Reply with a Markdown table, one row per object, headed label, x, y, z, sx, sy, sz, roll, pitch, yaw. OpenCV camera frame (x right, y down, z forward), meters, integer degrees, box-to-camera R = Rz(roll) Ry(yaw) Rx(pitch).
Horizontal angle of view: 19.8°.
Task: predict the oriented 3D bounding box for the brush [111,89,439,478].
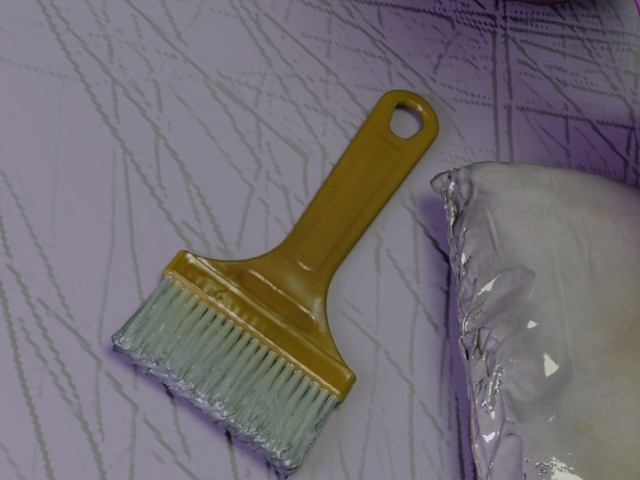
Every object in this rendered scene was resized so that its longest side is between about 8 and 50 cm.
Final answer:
| label | x | y | z | sx | sy | sz | roll | pitch | yaw |
| --- | --- | --- | --- | --- | --- | --- | --- | --- | --- |
| brush | 0.000 | 0.000 | 0.725 | 0.083 | 0.011 | 0.205 | 35 | 47 | -1 |

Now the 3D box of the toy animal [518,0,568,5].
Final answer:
| label | x | y | z | sx | sy | sz | roll | pitch | yaw |
| --- | --- | --- | --- | --- | --- | --- | --- | --- | --- |
| toy animal | 0.118 | -0.200 | 0.771 | 0.195 | 0.281 | 0.169 | 43 | 69 | 1 |

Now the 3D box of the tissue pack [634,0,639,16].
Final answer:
| label | x | y | z | sx | sy | sz | roll | pitch | yaw |
| --- | --- | --- | --- | --- | --- | --- | --- | --- | --- |
| tissue pack | 0.210 | -0.005 | 0.738 | 0.092 | 0.148 | 0.246 | -21 | 61 | 10 |

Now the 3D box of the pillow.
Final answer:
| label | x | y | z | sx | sy | sz | roll | pitch | yaw |
| --- | --- | --- | --- | --- | --- | --- | --- | --- | --- |
| pillow | 0.115 | 0.067 | 0.712 | 0.128 | 0.051 | 0.229 | 5 | 54 | -16 |
